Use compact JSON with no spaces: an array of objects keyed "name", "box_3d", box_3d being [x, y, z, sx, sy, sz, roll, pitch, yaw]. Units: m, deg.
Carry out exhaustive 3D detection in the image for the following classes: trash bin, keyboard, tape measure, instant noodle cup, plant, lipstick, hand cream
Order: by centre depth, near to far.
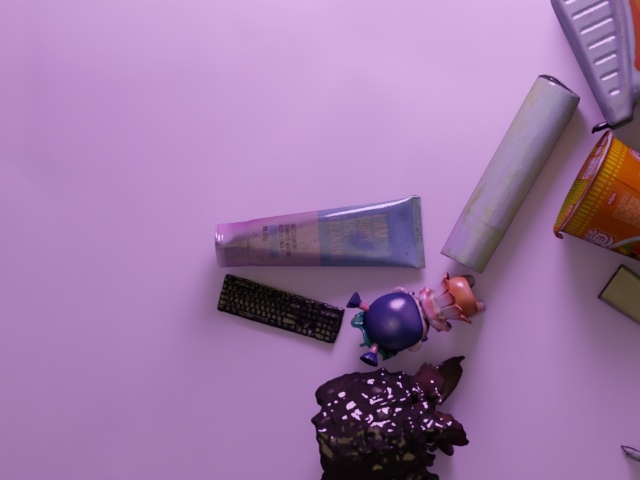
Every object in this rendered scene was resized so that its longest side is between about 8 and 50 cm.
[{"name":"instant noodle cup","box_3d":[0.448,-0.041,1.773,0.185,0.168,0.168,28,93,3]},{"name":"tape measure","box_3d":[0.454,-0.307,1.789,0.246,0.125,0.243,-24,86,11]},{"name":"plant","box_3d":[0.103,0.281,1.810,0.234,0.204,0.178,-3,127,-2]},{"name":"trash bin","box_3d":[0.456,0.084,1.816,0.092,0.043,0.061,35,94,9]},{"name":"lipstick","box_3d":[0.279,-0.098,1.840,0.076,0.076,0.304,29,93,10]},{"name":"hand cream","box_3d":[0.000,0.000,1.895,0.313,0.070,0.111,-6,84,7]},{"name":"keyboard","box_3d":[-0.062,0.105,1.926,0.196,0.018,0.060,15,94,11]}]

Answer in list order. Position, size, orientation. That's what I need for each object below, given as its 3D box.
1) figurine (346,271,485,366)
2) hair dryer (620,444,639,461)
[{"name":"figurine","box_3d":[0.136,0.103,1.846,0.195,0.102,0.111,-26,74,10]},{"name":"hair dryer","box_3d":[0.599,0.301,1.774,0.267,0.092,0.229,42,88,19]}]
